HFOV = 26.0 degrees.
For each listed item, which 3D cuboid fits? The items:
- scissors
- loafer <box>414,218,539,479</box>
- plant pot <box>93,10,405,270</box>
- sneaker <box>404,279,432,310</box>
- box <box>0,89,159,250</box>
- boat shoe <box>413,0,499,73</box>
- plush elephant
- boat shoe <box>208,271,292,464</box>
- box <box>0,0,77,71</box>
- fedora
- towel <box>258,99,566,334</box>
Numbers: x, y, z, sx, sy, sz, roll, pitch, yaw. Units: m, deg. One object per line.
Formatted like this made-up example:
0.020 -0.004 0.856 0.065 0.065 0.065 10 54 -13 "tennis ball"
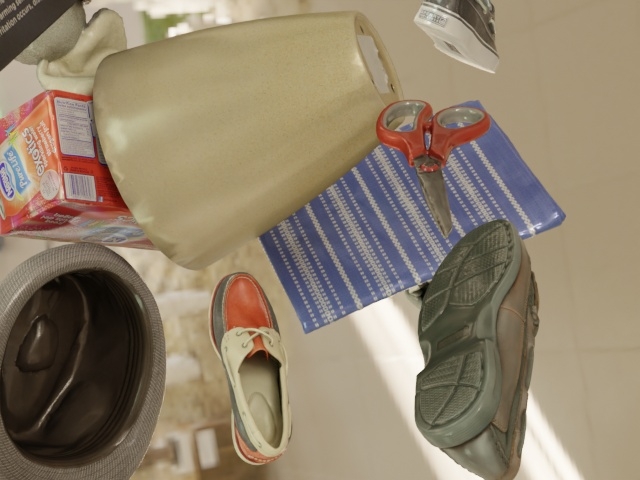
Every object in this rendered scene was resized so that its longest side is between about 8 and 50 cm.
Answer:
0.087 -0.068 1.249 0.297 0.109 0.021 -64 -22 -60 "scissors"
0.134 0.090 1.138 0.096 0.084 0.267 -26 26 29 "loafer"
-0.059 -0.134 1.483 0.274 0.256 0.256 -22 72 19 "plant pot"
0.157 0.023 1.925 0.292 0.118 0.110 62 145 35 "sneaker"
-0.224 -0.071 1.525 0.122 0.257 0.128 -22 72 39 "box"
0.223 -0.334 2.113 0.108 0.301 0.102 27 92 22 "boat shoe"
-0.290 -0.308 1.496 0.272 0.255 0.330 27 162 16 "plush elephant"
-0.045 0.084 0.948 0.043 0.049 0.137 133 132 -65 "boat shoe"
-0.334 -0.212 0.767 0.296 0.183 0.294 -11 117 24 "box"
-0.290 0.136 1.490 0.124 0.243 0.275 7 94 48 "fedora"
0.094 -0.034 1.655 0.040 0.336 0.243 74 171 -46 "towel"
